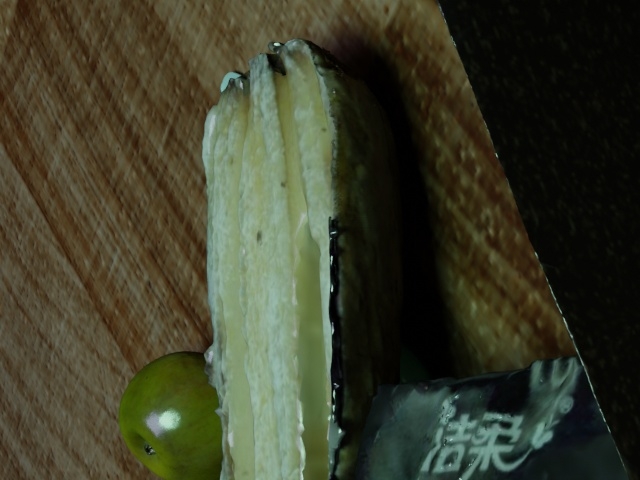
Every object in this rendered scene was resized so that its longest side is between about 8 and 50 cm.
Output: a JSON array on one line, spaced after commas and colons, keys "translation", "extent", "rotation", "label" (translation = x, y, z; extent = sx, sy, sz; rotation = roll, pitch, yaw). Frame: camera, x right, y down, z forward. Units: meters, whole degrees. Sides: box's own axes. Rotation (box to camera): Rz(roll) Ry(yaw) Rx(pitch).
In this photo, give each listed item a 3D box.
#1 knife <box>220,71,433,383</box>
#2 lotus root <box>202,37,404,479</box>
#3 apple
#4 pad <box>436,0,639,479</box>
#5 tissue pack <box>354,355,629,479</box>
[{"translation": [0.001, 0.000, 1.130], "extent": [0.063, 0.035, 0.260], "rotation": [-49, 58, 46], "label": "knife"}, {"translation": [0.003, 0.060, 1.059], "extent": [0.167, 0.078, 0.329], "rotation": [163, 107, -63], "label": "lotus root"}, {"translation": [-0.084, 0.115, 1.265], "extent": [0.089, 0.074, 0.089], "rotation": [36, 148, 27], "label": "apple"}, {"translation": [0.130, -0.058, 0.724], "extent": [0.004, 0.220, 0.330], "rotation": [-30, 78, 47], "label": "pad"}, {"translation": [0.102, 0.217, 0.872], "extent": [0.245, 0.123, 0.332], "rotation": [-12, 62, 51], "label": "tissue pack"}]
